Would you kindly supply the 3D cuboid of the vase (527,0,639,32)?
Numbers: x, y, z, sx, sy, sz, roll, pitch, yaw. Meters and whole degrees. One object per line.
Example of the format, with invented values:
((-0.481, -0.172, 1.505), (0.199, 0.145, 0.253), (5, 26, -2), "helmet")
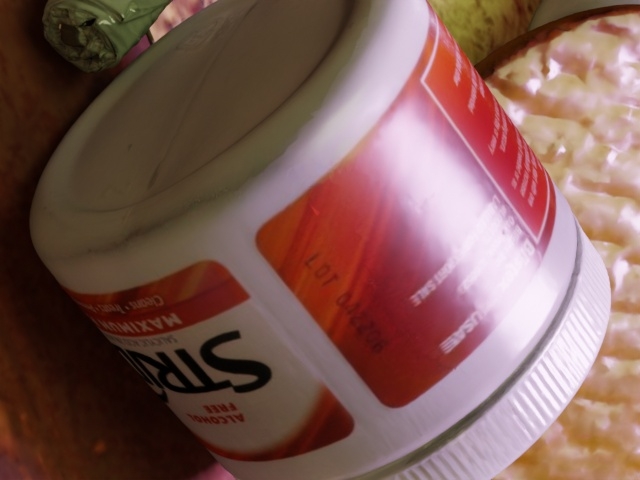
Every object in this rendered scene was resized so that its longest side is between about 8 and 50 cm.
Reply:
((0.217, -0.135, 1.170), (0.248, 0.128, 0.128), (-40, 110, -53), "vase")

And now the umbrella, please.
((-0.080, -0.136, 0.894), (0.062, 0.067, 0.143), (37, 57, 1), "umbrella")

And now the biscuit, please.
((0.174, 0.027, 1.032), (0.318, 0.040, 0.318), (-2, 97, -18), "biscuit")

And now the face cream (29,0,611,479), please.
((0.000, 0.000, 0.842), (0.187, 0.201, 0.201), (52, 48, -26), "face cream")
